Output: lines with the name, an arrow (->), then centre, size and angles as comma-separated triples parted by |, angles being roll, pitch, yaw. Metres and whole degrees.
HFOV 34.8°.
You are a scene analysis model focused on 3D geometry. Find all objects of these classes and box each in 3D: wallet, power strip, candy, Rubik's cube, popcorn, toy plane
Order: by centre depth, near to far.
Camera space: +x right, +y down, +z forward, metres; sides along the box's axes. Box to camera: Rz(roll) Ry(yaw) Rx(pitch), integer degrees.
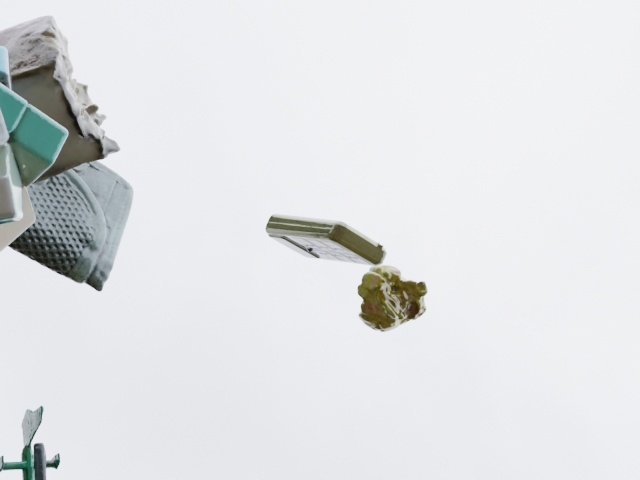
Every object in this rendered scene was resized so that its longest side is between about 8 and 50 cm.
toy plane -> -0.274, 0.276, 0.963 | 0.060, 0.235, 0.096 | 1, -25, -25
Rubik's cube -> -0.403, -0.072, 1.097 | 0.265, 0.213, 0.224 | -7, -48, -14
power strip -> 0.000, 0.000, 1.129 | 0.076, 0.028, 0.169 | 29, -12, -29
candy -> -0.390, -0.168, 1.320 | 0.195, 0.137, 0.185 | -23, -45, -4
popcorn -> 0.104, 0.090, 1.499 | 0.089, 0.109, 0.097 | 24, -96, 34
wallet -> -0.457, -0.087, 1.611 | 0.342, 0.237, 0.075 | 33, -48, -23
